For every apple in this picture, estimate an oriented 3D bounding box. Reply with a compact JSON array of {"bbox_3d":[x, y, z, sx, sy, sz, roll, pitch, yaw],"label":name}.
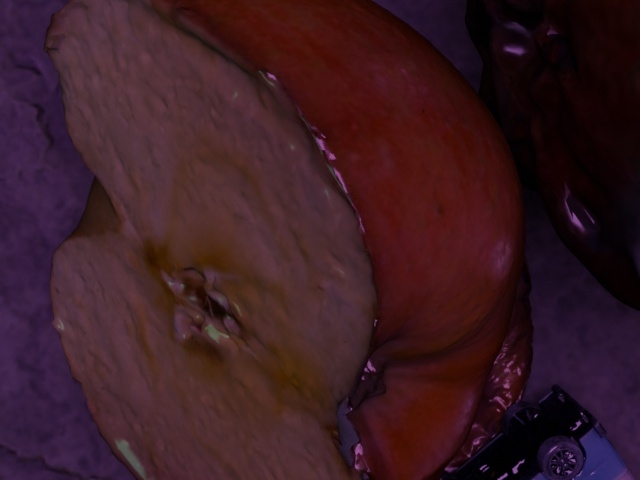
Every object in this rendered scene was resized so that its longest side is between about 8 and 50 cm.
[{"bbox_3d":[0.000,0.000,0.830,0.163,0.293,0.251,-29,52,-35],"label":"apple"}]

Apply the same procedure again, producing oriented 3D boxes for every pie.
[{"bbox_3d":[0.066,0.052,0.924,0.092,0.034,0.170,4,91,3],"label":"pie"}]

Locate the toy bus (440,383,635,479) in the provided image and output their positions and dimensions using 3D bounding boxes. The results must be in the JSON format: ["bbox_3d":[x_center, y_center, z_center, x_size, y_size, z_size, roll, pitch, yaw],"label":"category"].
[{"bbox_3d":[0.100,0.142,0.902,0.123,0.060,0.075,-40,113,-2],"label":"toy bus"}]

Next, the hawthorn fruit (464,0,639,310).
[{"bbox_3d":[0.220,-0.112,0.818,0.324,0.308,0.308,9,85,-28],"label":"hawthorn fruit"}]
